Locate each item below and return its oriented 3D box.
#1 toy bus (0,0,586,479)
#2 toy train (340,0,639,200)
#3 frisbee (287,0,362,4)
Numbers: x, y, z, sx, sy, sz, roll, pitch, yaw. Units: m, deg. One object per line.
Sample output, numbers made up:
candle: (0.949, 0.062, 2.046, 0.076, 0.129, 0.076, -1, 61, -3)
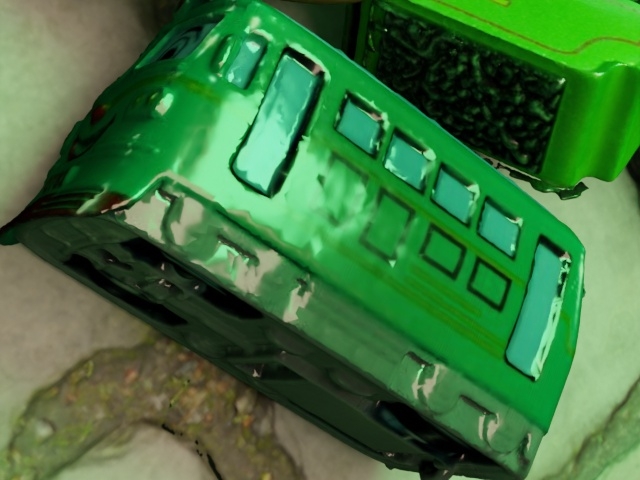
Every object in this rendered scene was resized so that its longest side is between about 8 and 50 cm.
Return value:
toy bus: (0.000, 0.000, 0.791, 0.343, 0.183, 0.199, 34, 69, -25)
toy train: (0.141, -0.146, 0.869, 0.243, 0.132, 0.188, 26, 50, 18)
frisbee: (-0.046, -0.230, 0.797, 0.251, 0.021, 0.250, 15, 42, -14)
